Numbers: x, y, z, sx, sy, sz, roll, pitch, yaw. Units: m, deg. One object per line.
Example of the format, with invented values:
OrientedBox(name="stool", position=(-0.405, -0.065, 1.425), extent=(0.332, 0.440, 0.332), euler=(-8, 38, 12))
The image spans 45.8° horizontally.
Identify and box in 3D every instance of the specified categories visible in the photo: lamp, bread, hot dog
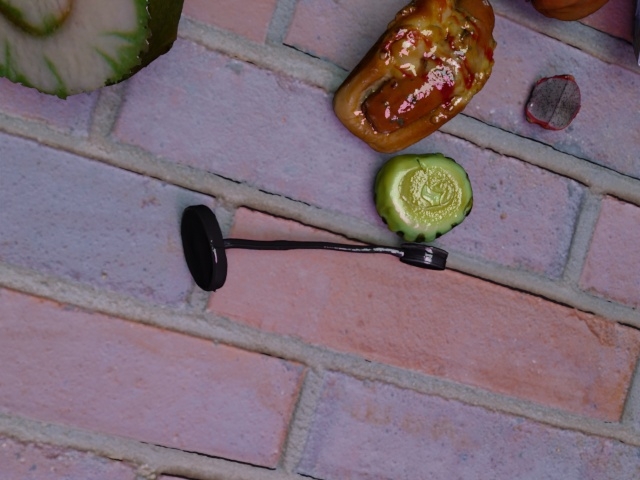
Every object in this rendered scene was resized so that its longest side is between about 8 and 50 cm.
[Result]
OrientedBox(name="lamp", position=(-0.007, 0.037, 1.025), extent=(0.371, 0.130, 0.108), euler=(12, 80, -26))
OrientedBox(name="bread", position=(-0.284, -0.339, 0.782), extent=(0.366, 0.382, 0.129), euler=(50, 37, -17))
OrientedBox(name="bread", position=(0.142, -0.064, 1.062), extent=(0.139, 0.071, 0.130), euler=(-23, 97, -11))
OrientedBox(name="hot dog", position=(0.138, -0.239, 1.004), extent=(0.150, 0.153, 0.257), euler=(41, 83, -15))

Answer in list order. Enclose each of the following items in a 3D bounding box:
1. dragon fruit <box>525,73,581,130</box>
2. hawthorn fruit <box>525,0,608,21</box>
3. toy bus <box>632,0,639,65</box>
OrientedBox(name="dragon fruit", position=(0.345, -0.202, 1.119), extent=(0.060, 0.056, 0.083), euler=(13, 98, -39))
OrientedBox(name="hawthorn fruit", position=(0.344, -0.395, 1.039), extent=(0.189, 0.189, 0.189), euler=(-1, 94, -16))
OrientedBox(name="toy bus", position=(0.493, -0.414, 1.040), extent=(0.109, 0.136, 0.330), euler=(1, 123, 16))
